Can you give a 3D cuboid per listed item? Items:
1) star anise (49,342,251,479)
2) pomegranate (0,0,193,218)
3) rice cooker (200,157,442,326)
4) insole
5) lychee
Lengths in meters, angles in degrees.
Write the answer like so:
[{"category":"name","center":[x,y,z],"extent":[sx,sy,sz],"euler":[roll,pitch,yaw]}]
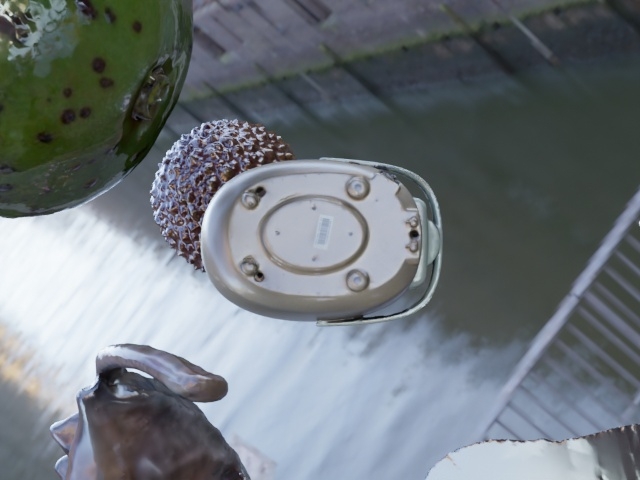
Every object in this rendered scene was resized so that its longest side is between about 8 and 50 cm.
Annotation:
[{"category":"star anise","center":[-0.072,0.192,0.745],"extent":[0.139,0.315,0.359],"euler":[-38,15,-28]},{"category":"pomegranate","center":[-0.211,-0.147,0.805],"extent":[0.271,0.254,0.254],"euler":[28,76,28]},{"category":"rice cooker","center":[0.000,0.000,1.001],"extent":[0.127,0.206,0.145],"euler":[50,-140,-84]},{"category":"insole","center":[0.292,0.301,1.548],"extent":[0.322,0.109,0.007],"euler":[-11,-6,-5]},{"category":"lychee","center":[-0.093,-0.040,1.313],"extent":[0.188,0.188,0.188],"euler":[-45,19,19]}]
